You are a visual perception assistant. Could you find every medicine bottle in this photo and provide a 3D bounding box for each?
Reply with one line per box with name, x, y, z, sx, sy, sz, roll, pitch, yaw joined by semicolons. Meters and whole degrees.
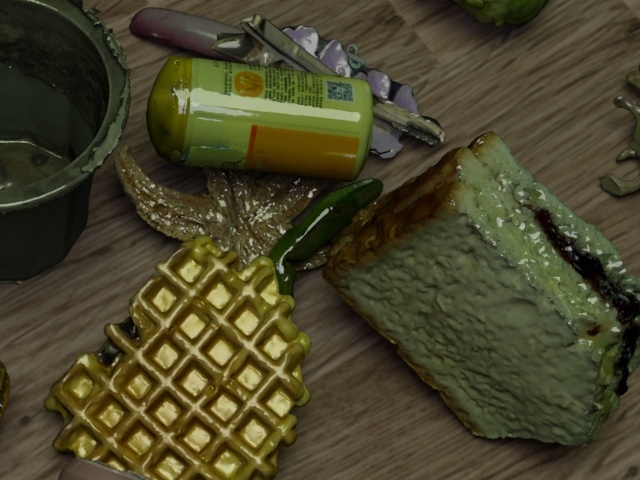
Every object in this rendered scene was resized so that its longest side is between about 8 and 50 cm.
medicine bottle;-0.068;-0.130;1.864;0.239;0.124;0.124;5;62;-9

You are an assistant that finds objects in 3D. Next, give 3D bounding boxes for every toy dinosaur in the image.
toy dinosaur;0.436;-0.101;2.012;0.251;0.072;0.200;35;54;22

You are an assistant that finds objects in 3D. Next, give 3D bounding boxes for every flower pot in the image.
flower pot;-0.338;-0.101;1.814;0.290;0.259;0.290;2;62;-4

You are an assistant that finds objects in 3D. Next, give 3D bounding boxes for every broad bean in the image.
broad bean;-0.007;-0.003;1.868;0.061;0.046;0.195;43;70;-22

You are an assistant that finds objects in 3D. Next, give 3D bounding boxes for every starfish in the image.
starfish;-0.074;-0.037;1.921;0.302;0.060;0.299;-4;67;-16

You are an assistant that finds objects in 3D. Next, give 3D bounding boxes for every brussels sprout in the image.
brussels sprout;0.196;-0.337;2.075;0.183;0.131;0.145;28;85;7

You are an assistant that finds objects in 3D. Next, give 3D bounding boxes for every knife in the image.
knife;-0.089;-0.228;2.027;0.278;0.053;0.123;21;57;3

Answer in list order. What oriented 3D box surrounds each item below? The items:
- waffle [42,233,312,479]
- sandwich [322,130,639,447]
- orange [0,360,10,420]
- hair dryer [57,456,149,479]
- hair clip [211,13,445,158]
waffle;-0.149;0.144;1.782;0.283;0.065;0.309;-4;75;0
sandwich;0.189;0.064;1.765;0.325;0.262;0.131;44;54;-8
orange;-0.390;0.157;1.759;0.160;0.112;0.170;4;40;9
hair dryer;-0.340;0.273;1.702;0.344;0.107;0.189;17;81;15
hair clip;0.015;-0.179;1.971;0.292;0.084;0.106;27;59;-19
